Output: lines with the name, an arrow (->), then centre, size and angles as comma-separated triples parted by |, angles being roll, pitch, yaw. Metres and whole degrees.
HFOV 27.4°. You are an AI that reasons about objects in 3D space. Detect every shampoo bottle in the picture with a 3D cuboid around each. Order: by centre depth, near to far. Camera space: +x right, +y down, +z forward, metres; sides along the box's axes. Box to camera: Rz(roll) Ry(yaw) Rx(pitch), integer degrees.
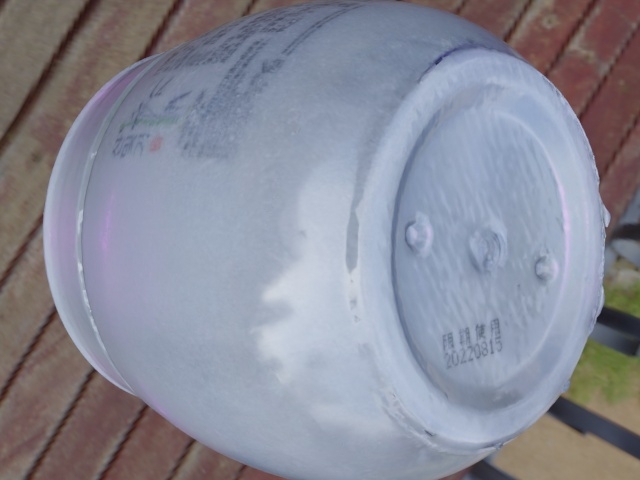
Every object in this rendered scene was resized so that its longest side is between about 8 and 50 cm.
shampoo bottle -> 0.000, 0.000, 0.760 | 0.273, 0.266, 0.272 | -3, 95, -43
